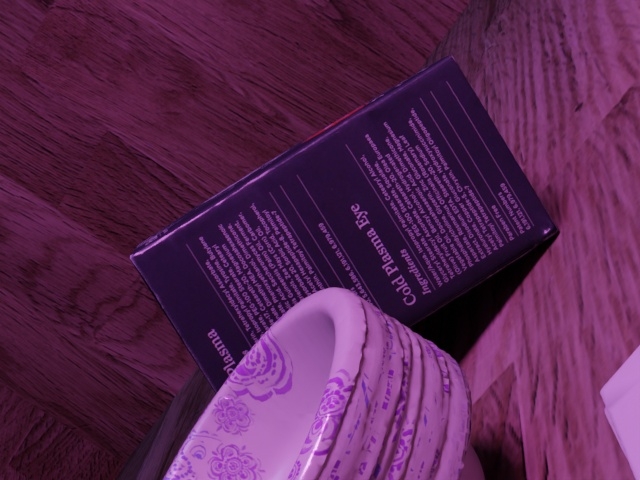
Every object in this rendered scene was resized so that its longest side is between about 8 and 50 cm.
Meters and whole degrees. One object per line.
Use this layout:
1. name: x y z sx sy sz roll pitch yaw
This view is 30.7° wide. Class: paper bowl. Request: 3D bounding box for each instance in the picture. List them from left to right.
1. paper bowl: -0.006 0.184 0.741 0.284 0.148 0.284 -52 15 21

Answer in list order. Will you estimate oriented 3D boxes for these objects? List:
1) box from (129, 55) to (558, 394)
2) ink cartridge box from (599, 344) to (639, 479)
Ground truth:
1. box: 0.000 0.000 1.094 0.312 0.179 0.343 -33 5 -7
2. ink cartridge box: 0.186 0.029 0.324 0.175 0.127 0.072 -54 9 17
